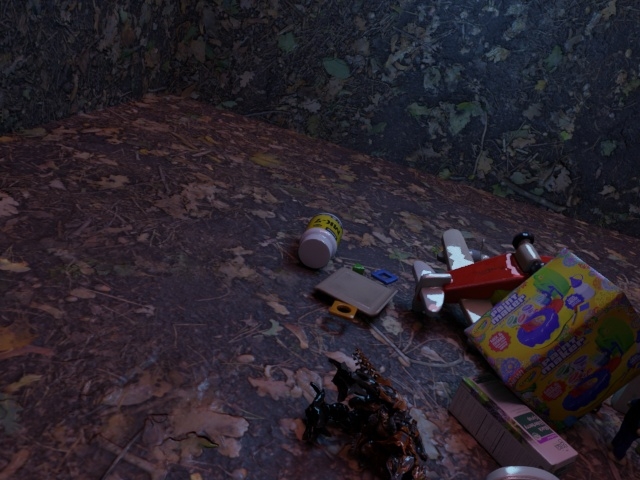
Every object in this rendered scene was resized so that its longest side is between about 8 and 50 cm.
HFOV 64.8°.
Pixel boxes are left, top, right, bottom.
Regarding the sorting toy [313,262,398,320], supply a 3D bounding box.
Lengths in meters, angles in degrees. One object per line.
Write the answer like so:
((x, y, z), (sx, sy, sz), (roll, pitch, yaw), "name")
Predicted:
((0.098, 0.151, 1.422), (0.196, 0.047, 0.348), (22, 24, 21), "sorting toy")

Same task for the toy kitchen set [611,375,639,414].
((0.751, 0.334, 1.353), (0.207, 0.122, 0.166), (24, 26, 16), "toy kitchen set")

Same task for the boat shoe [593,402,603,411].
((0.647, 0.388, 1.275), (0.125, 0.038, 0.046), (25, 7, 16), "boat shoe")

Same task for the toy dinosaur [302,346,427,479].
((0.093, 0.334, 0.966), (0.218, 0.164, 0.322), (24, 3, -20), "toy dinosaur")

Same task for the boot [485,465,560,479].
((0.376, 0.478, 0.800), (0.244, 0.088, 0.176), (29, 33, -12), "boot")

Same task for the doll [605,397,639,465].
((0.690, 0.396, 1.103), (0.046, 0.189, 0.129), (24, 26, 16), "doll")

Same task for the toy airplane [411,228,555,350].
((0.449, 0.152, 1.445), (0.384, 0.272, 0.386), (22, 59, 36), "toy airplane")

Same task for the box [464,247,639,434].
((0.534, 0.228, 1.118), (0.279, 0.290, 0.177), (41, 11, -31), "box")

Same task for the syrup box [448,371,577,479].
((0.387, 0.389, 1.038), (0.093, 0.096, 0.237), (-1, 29, -35), "syrup box")

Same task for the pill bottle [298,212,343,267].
((0.000, 0.000, 1.587), (0.119, 0.119, 0.208), (18, 25, 3), "pill bottle")

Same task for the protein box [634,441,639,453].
((0.862, 0.430, 1.127), (0.201, 0.199, 0.136), (0, 29, -32), "protein box")
